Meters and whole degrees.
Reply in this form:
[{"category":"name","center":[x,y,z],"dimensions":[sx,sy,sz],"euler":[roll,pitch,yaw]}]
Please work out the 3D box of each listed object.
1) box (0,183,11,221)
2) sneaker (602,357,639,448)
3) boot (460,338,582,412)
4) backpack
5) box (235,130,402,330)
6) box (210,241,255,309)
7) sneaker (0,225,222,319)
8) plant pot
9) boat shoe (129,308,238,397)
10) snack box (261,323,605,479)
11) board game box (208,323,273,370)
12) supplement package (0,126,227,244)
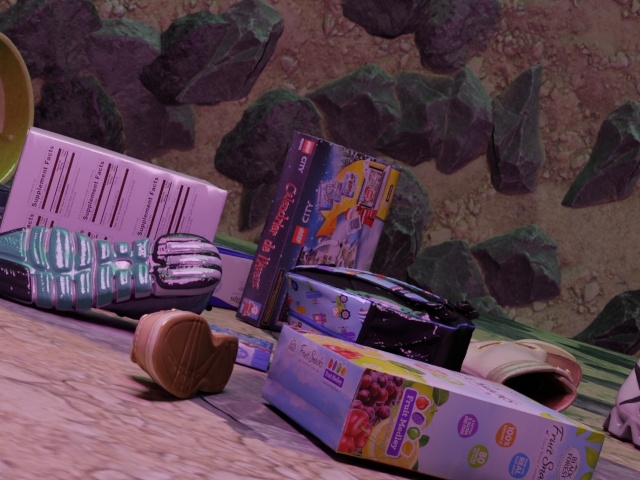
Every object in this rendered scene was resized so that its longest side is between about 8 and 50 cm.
[{"category":"box","center":[-0.507,-0.070,1.874],"dimensions":[0.232,0.059,0.183],"euler":[17,3,18]},{"category":"sneaker","center":[0.433,0.189,1.602],"dimensions":[0.122,0.146,0.330],"euler":[18,3,-23]},{"category":"boot","center":[0.249,0.163,1.669],"dimensions":[0.213,0.077,0.165],"euler":[10,4,-29]},{"category":"backpack","center":[0.043,0.088,1.330],"dimensions":[0.173,0.117,0.158],"euler":[18,2,15]},{"category":"box","center":[0.000,0.000,1.742],"dimensions":[0.044,0.233,0.159],"euler":[20,3,44]},{"category":"box","center":[-0.160,0.033,1.814],"dimensions":[0.137,0.072,0.126],"euler":[19,3,35]},{"category":"sneaker","center":[-0.204,0.046,1.324],"dimensions":[0.223,0.083,0.098],"euler":[3,-34,-7]},{"category":"plant pot","center":[-0.660,-0.218,2.380],"dimensions":[0.253,0.276,0.276],"euler":[5,-4,27]},{"category":"boat shoe","center":[-0.112,0.081,1.066],"dimensions":[0.059,0.063,0.170],"euler":[15,-8,15]},{"category":"snack box","center":[0.081,0.133,1.097],"dimensions":[0.207,0.070,0.174],"euler":[18,1,-22]},{"category":"board game box","center":[-0.090,0.097,1.357],"dimensions":[0.090,0.020,0.090],"euler":[16,2,-1]},{"category":"supplement package","center":[-0.223,-0.017,1.488],"dimensions":[0.203,0.149,0.194],"euler":[17,2,-12]}]
